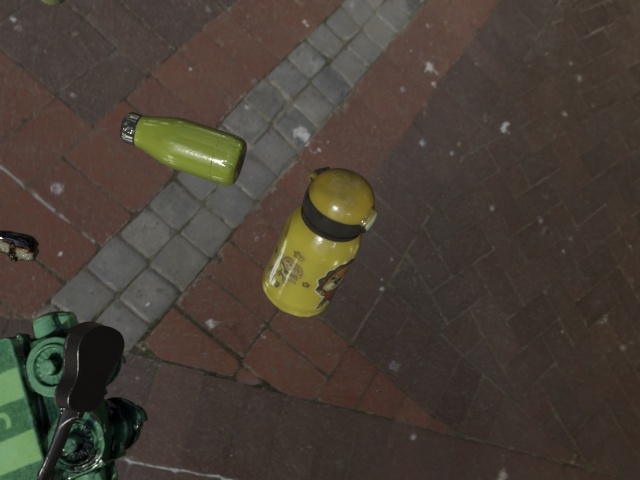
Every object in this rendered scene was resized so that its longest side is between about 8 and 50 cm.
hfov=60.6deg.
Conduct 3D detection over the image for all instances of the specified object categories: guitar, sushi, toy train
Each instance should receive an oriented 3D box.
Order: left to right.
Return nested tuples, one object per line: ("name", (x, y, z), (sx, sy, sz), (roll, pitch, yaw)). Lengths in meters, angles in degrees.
("sushi", (-0.540, 0.006, 0.959), (0.083, 0.046, 0.044), (17, 46, -16))
("toy train", (-0.436, 0.276, 0.891), (0.238, 0.167, 0.299), (-21, 78, 2))
("guitar", (-0.340, 0.245, 0.738), (0.084, 0.038, 0.271), (35, 69, -59))

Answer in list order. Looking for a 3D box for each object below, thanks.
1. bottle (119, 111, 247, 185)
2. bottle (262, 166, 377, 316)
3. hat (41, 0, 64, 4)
("bottle", (-0.296, -0.206, 1.180), (0.260, 0.112, 0.112), (18, 66, -2))
("bottle", (0.000, 0.000, 1.152), (0.172, 0.351, 0.171), (13, 46, -14))
("hat", (-0.418, -0.439, 0.872), (0.081, 0.166, 0.122), (31, 59, -10))
